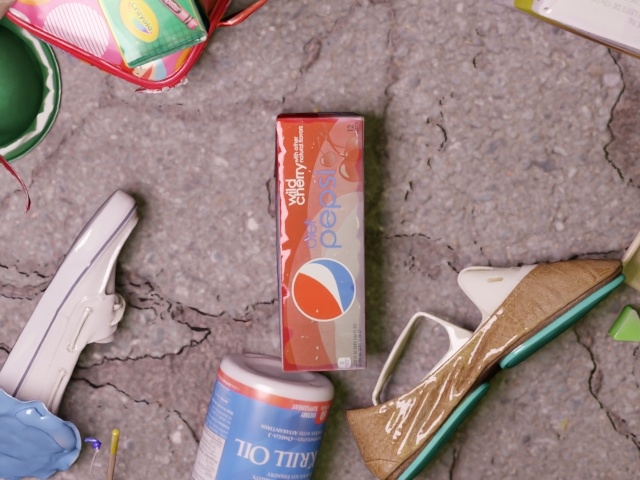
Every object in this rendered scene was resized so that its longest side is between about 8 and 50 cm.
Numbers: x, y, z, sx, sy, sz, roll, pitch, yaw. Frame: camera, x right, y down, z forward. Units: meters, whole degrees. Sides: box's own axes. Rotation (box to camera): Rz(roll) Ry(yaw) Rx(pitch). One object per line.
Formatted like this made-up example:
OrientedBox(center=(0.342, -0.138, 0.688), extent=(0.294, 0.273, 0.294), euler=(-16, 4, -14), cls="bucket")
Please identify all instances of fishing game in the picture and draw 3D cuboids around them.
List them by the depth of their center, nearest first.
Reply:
OrientedBox(center=(-0.336, 0.192, 1.534), extent=(0.264, 0.189, 0.041), euler=(9, 54, 0), cls="fishing game")

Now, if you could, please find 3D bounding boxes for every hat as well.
OrientedBox(center=(-0.348, -0.148, 1.456), extent=(0.208, 0.183, 0.173), euler=(18, 97, -3), cls="hat")

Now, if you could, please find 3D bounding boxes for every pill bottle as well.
OrientedBox(center=(-0.070, 0.239, 1.543), extent=(0.124, 0.124, 0.221), euler=(14, 98, -2), cls="pill bottle")

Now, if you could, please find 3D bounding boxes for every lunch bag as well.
OrientedBox(center=(-0.162, -0.304, 1.477), extent=(0.258, 0.120, 0.293), euler=(27, 98, -8), cls="lunch bag")

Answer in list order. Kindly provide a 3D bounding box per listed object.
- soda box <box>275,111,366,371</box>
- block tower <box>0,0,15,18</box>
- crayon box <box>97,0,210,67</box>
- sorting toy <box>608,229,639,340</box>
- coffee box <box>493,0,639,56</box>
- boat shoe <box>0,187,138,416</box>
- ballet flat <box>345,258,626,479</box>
OrientedBox(center=(0.000, 0.000, 1.531), extent=(0.092, 0.083, 0.263), euler=(-1, 97, -1), cls="soda box")
OrientedBox(center=(-0.429, -0.338, 1.425), extent=(0.097, 0.091, 0.335), euler=(-39, 81, 36), cls="block tower")
OrientedBox(center=(-0.187, -0.302, 1.330), extent=(0.081, 0.165, 0.278), euler=(-22, 103, 1), cls="crayon box")
OrientedBox(center=(0.439, 0.009, 1.555), extent=(0.196, 0.047, 0.347), euler=(31, 96, -4), cls="sorting toy")
OrientedBox(center=(0.392, -0.313, 1.366), extent=(0.338, 0.334, 0.338), euler=(20, 99, -4), cls="coffee box")
OrientedBox(center=(-0.247, 0.074, 1.535), extent=(0.088, 0.096, 0.267), euler=(30, 98, -8), cls="boat shoe")
OrientedBox(center=(0.157, 0.107, 1.548), extent=(0.342, 0.116, 0.124), euler=(-44, 77, 9), cls="ballet flat")
